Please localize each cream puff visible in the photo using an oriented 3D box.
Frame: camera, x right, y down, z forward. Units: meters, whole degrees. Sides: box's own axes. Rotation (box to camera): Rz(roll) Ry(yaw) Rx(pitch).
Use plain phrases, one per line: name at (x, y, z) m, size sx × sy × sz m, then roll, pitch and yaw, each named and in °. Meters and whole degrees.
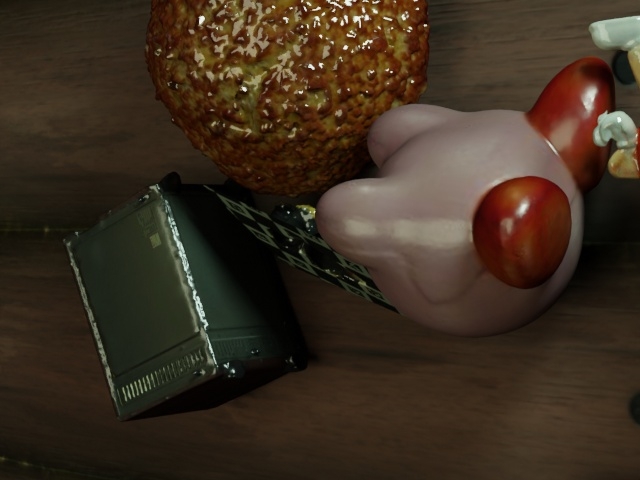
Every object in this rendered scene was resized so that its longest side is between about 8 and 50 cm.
cream puff at (-0.051, -0.208, 1.739) m, size 0.350 × 0.229 × 0.350 m, roll 8°, pitch 102°, yaw 40°

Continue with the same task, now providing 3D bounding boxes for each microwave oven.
microwave oven at (-0.150, 0.068, 1.907) m, size 0.178 × 0.188 × 0.247 m, roll -29°, pitch 73°, yaw 36°

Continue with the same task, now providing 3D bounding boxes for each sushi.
sushi at (0.000, 0.000, 1.788) m, size 0.210 × 0.193 × 0.040 m, roll 24°, pitch 76°, yaw 36°

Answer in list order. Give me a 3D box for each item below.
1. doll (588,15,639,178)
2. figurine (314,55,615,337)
doll at (0.335, -0.102, 1.466) m, size 0.183 × 0.085 × 0.217 m, roll -11°, pitch 95°, yaw 14°
figurine at (0.160, -0.013, 1.578) m, size 0.261 × 0.269 × 0.211 m, roll -7°, pitch 125°, yaw 34°
